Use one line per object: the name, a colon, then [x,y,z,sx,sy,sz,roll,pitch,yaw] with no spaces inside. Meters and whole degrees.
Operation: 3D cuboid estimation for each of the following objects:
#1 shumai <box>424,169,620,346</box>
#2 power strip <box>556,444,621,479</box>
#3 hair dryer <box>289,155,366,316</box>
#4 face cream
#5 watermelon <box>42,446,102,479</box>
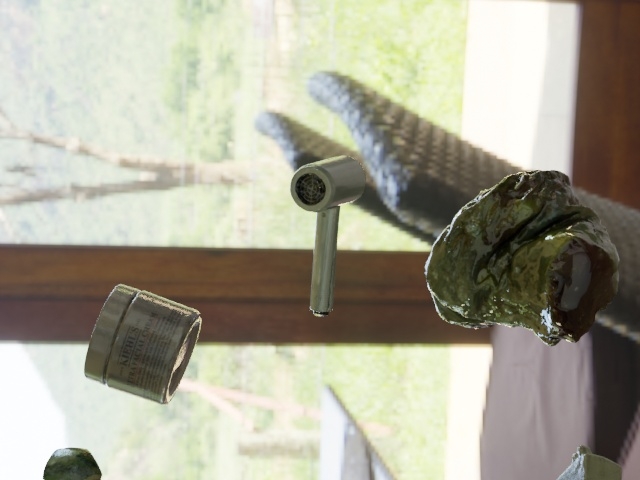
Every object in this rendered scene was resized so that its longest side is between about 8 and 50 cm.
shumai: [0.359,0.062,1.849,0.263,0.309,0.304,41,180,42]
power strip: [0.248,0.330,1.095,0.080,0.048,0.286,116,171,-46]
hair dryer: [0.000,0.000,1.682,0.131,0.073,0.236,-23,-57,-65]
face cream: [-0.302,0.179,1.998,0.177,0.153,0.177,18,-90,-86]
watermelon: [-0.416,0.392,1.933,0.084,0.092,0.072,32,128,51]
